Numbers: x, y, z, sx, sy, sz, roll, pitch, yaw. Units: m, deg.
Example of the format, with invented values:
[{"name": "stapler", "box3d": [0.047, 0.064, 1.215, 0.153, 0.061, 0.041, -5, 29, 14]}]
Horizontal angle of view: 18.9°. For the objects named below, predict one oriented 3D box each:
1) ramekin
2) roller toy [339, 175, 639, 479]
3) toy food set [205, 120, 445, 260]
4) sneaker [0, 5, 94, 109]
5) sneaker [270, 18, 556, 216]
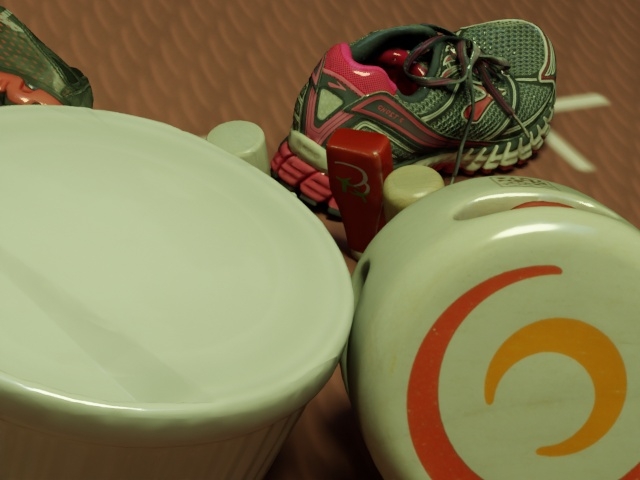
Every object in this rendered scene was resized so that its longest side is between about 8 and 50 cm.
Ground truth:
[{"name": "ramekin", "box3d": [-0.127, 0.050, 1.038, 0.273, 0.127, 0.273, 14, 33, -9]}, {"name": "roller toy", "box3d": [0.110, 0.062, 1.061, 0.191, 0.209, 0.146, 48, 4, -13]}, {"name": "toy food set", "box3d": [0.000, 0.000, 1.236, 0.232, 0.104, 0.111, 9, 43, 19]}, {"name": "sneaker", "box3d": [-0.267, -0.111, 1.235, 0.276, 0.097, 0.135, 21, 33, 1]}, {"name": "sneaker", "box3d": [0.090, -0.109, 1.396, 0.121, 0.112, 0.299, 33, 35, 21]}]
